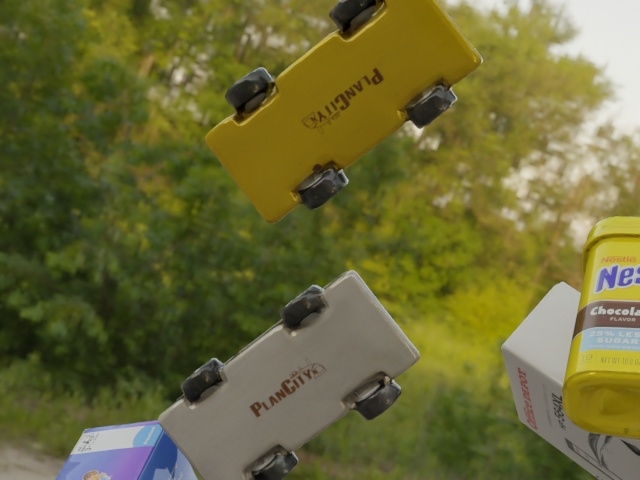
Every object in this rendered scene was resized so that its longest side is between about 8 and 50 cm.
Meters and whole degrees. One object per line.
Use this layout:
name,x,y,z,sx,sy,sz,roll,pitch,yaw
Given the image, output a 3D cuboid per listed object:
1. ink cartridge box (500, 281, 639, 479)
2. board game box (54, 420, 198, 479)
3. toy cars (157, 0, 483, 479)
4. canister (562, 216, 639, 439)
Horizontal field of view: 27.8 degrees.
ink cartridge box,0.258,0.147,1.075,0.203,0.086,0.148,35,-19,33
board game box,-0.152,0.328,0.903,0.078,0.233,0.347,-10,30,23
toy cars,0.000,0.000,0.925,0.176,0.394,0.087,13,12,8
canister,0.246,0.063,0.942,0.126,0.073,0.170,3,40,18
